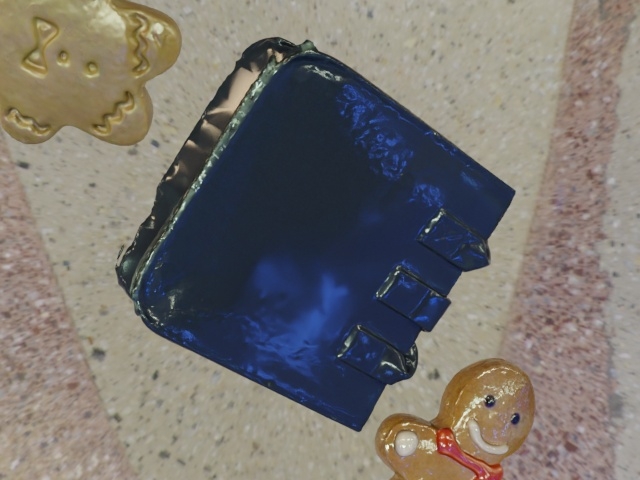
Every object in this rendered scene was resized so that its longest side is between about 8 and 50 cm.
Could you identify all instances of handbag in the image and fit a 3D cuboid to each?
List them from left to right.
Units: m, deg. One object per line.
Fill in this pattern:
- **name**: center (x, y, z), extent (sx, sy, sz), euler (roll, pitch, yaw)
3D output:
- **handbag**: center (0.000, 0.000, 0.986), extent (0.329, 0.122, 0.303), euler (30, 94, -28)

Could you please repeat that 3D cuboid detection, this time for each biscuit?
- **biscuit**: center (-0.352, -0.248, 1.200), extent (0.355, 0.052, 0.275), euler (25, 118, -13)
- **biscuit**: center (0.132, 0.271, 1.081), extent (0.205, 0.049, 0.324), euler (42, 77, -23)
